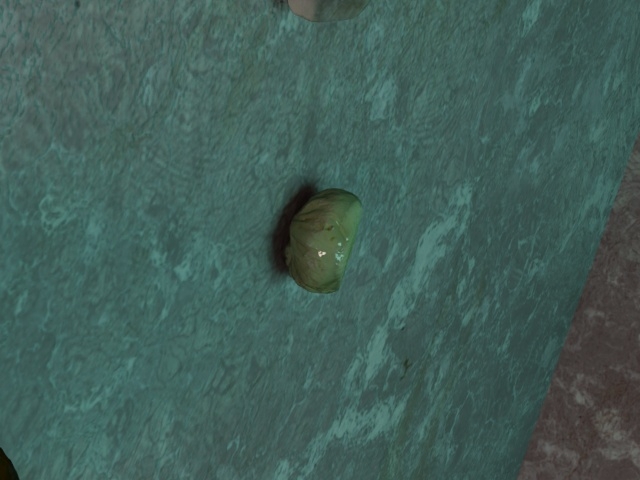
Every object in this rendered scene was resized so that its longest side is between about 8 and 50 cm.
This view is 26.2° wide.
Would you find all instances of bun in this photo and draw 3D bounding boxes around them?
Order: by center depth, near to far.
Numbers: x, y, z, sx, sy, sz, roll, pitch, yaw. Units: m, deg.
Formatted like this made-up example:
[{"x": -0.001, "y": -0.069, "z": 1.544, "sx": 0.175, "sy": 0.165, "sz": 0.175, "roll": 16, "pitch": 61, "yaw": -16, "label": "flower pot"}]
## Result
[{"x": 0.000, "y": 0.000, "z": 1.423, "sx": 0.115, "sy": 0.069, "sz": 0.115, "roll": 18, "pitch": 90, "yaw": -86, "label": "bun"}]

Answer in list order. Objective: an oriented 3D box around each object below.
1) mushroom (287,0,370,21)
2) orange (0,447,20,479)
[{"x": 0.013, "y": -0.281, "z": 1.176, "sx": 0.223, "sy": 0.092, "sz": 0.081, "roll": 91, "pitch": -12, "yaw": -57, "label": "mushroom"}, {"x": -0.286, "y": 0.208, "z": 0.813, "sx": 0.274, "sy": 0.274, "sz": 0.310, "roll": -32, "pitch": 149, "yaw": -52, "label": "orange"}]
